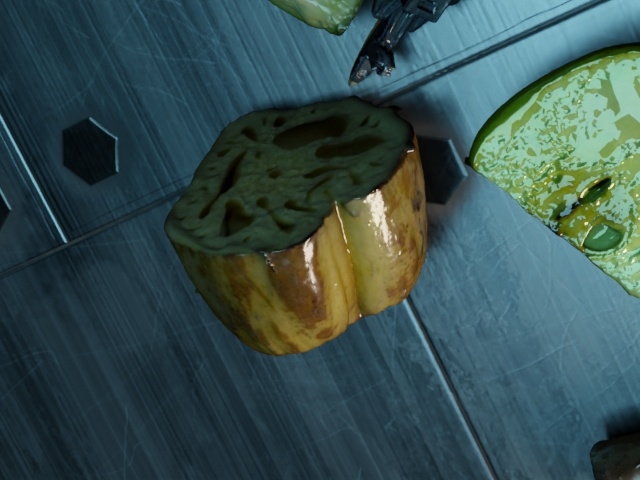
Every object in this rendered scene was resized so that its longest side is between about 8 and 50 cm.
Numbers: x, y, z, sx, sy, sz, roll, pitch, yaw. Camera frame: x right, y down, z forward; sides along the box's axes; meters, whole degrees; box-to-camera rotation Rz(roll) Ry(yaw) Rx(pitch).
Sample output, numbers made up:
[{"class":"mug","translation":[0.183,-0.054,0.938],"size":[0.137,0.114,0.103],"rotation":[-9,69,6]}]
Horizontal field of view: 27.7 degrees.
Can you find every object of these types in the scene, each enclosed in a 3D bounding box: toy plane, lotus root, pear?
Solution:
[{"class":"toy plane","translation":[0.113,-0.288,1.509],"size":[0.204,0.103,0.316],"rotation":[18,122,-23]},{"class":"lotus root","translation":[0.000,0.000,1.553],"size":[0.316,0.316,0.250],"rotation":[-11,119,24]},{"class":"pear","translation":[0.353,-0.116,1.439],"size":[0.286,0.176,0.282],"rotation":[38,115,0]}]

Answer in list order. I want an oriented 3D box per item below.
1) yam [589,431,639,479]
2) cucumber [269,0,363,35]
[{"class":"yam","translation":[0.473,0.262,1.547],"size":[0.280,0.131,0.131],"rotation":[-21,99,27]},{"class":"cucumber","translation":[-0.072,-0.372,1.554],"size":[0.325,0.105,0.145],"rotation":[38,90,5]}]
